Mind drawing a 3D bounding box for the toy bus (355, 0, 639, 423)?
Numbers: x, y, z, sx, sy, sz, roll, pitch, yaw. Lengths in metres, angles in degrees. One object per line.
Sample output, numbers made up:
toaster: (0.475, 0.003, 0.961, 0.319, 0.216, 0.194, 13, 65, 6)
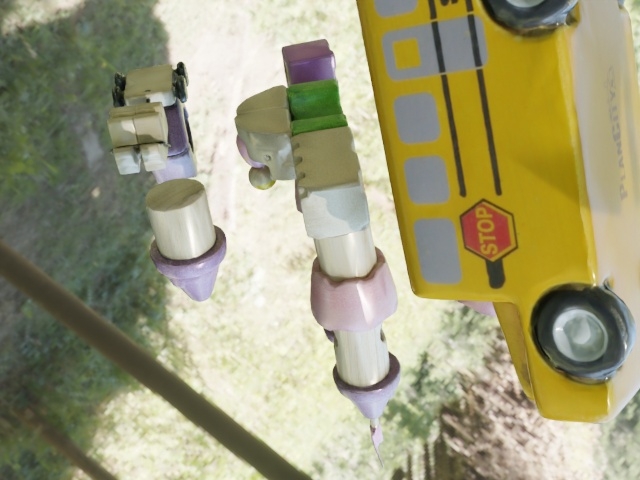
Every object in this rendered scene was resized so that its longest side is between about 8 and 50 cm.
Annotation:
toy bus: (0.105, -0.074, 0.476, 0.130, 0.333, 0.108, -2, -164, 37)

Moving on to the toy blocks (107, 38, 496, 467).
toy blocks: (0.000, 0.000, 0.738, 0.288, 0.309, 0.260, -100, -179, -54)
